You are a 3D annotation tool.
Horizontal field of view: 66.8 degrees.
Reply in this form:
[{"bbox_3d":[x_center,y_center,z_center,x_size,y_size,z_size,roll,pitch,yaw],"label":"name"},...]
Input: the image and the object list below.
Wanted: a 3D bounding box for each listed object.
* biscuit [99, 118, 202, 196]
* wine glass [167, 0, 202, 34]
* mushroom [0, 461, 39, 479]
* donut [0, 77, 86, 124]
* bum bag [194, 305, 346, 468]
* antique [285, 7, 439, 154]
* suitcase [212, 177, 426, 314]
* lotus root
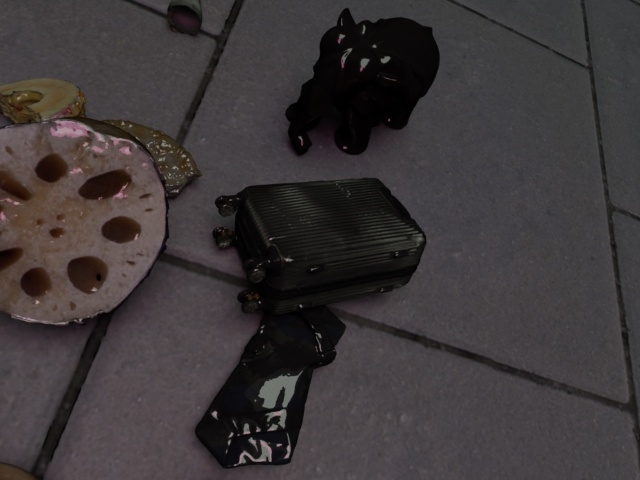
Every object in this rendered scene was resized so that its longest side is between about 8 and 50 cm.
[{"bbox_3d":[-0.344,-0.142,0.800,0.290,0.038,0.141,2,61,-17],"label":"biscuit"},{"bbox_3d":[-0.270,-0.500,0.987,0.072,0.072,0.155,8,63,-18],"label":"wine glass"},{"bbox_3d":[-0.366,0.323,0.471,0.204,0.204,0.204,9,63,-18],"label":"mushroom"},{"bbox_3d":[-0.427,-0.205,0.759,0.166,0.065,0.108,25,46,25],"label":"donut"},{"bbox_3d":[-0.060,0.194,0.726,0.137,0.074,0.310,24,53,5],"label":"bum bag"},{"bbox_3d":[0.088,-0.304,0.926,0.322,0.255,0.185,-30,82,-28],"label":"antique"},{"bbox_3d":[0.000,0.000,0.789,0.313,0.128,0.202,-9,46,-25],"label":"suitcase"},{"bbox_3d":[-0.346,-0.043,0.653,0.272,0.192,0.271,-10,113,-23],"label":"lotus root"}]
